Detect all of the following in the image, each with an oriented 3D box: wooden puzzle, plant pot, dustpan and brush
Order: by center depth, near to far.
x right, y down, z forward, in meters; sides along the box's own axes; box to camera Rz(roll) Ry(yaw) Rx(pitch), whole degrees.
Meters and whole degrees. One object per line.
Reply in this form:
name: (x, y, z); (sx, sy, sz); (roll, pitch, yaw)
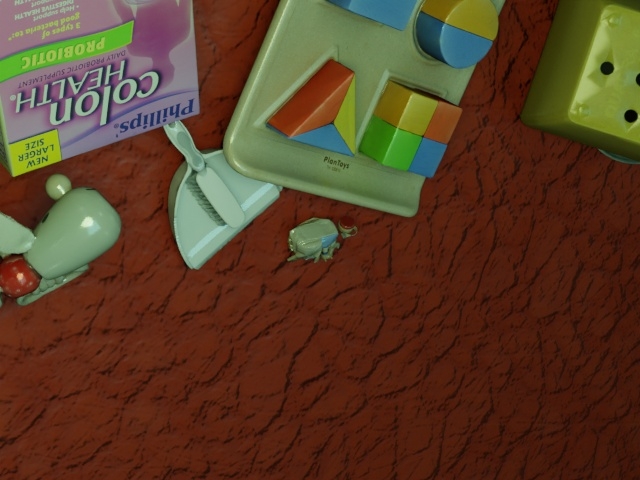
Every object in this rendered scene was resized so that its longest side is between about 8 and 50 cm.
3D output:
dustpan and brush: (-0.131, -0.071, 1.653); (0.147, 0.060, 0.211); (-42, 125, -11)
wooden puzzle: (0.076, -0.208, 1.692); (0.322, 0.080, 0.348); (12, 101, -43)
plant pot: (0.380, -0.202, 1.791); (0.212, 0.187, 0.212); (17, 101, 0)

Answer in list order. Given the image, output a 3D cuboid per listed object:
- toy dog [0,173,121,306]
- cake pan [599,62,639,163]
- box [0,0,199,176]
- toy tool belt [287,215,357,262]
toy dog: (-0.383, 0.018, 1.474); (0.333, 0.220, 0.161); (-31, 91, -27)
cake pan: (0.467, -0.237, 1.971); (0.293, 0.054, 0.293); (-12, 115, -28)
box: (-0.244, -0.218, 1.453); (0.213, 0.117, 0.243); (-21, 134, -24)
toy tool belt: (0.000, 0.000, 1.780); (0.083, 0.052, 0.051); (-17, 149, -22)
